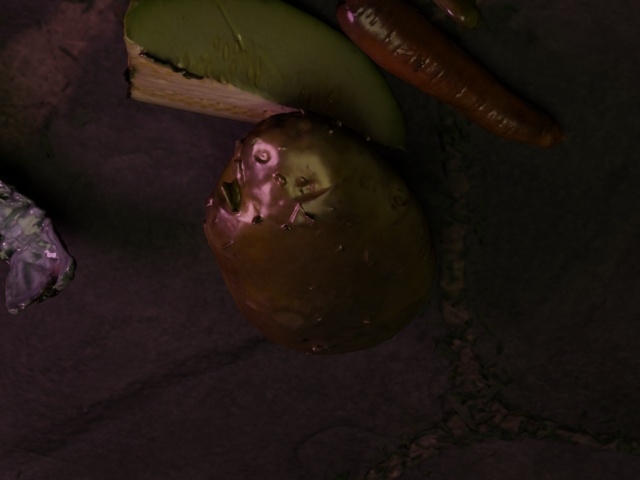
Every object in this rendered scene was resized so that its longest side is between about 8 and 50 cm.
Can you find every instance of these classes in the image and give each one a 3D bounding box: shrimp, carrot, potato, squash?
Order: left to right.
[{"bbox_3d":[-0.397,-0.074,1.348,0.411,0.166,0.221,28,121,-30],"label":"shrimp"},{"bbox_3d":[-0.032,-0.152,1.287,0.252,0.169,0.093,11,80,-3],"label":"squash"},{"bbox_3d":[0.000,0.000,1.340,0.192,0.141,0.296,-9,142,9],"label":"potato"},{"bbox_3d":[0.113,-0.141,1.320,0.248,0.059,0.059,33,121,-21],"label":"carrot"}]

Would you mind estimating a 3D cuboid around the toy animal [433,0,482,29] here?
[{"bbox_3d":[0.120,-0.337,1.103,0.181,0.180,0.363,26,122,-12],"label":"toy animal"}]
